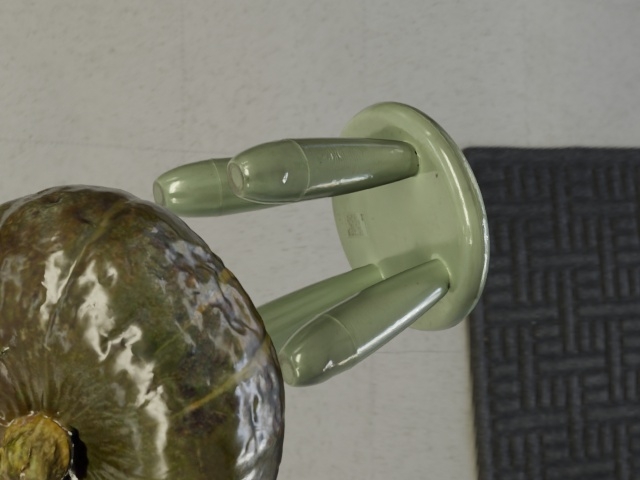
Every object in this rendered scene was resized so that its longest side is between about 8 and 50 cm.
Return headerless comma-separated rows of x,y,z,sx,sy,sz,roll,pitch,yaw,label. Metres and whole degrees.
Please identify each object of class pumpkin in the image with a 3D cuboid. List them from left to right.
-0.124,0.091,0.598,0.219,0.219,0.162,53,26,-11,pumpkin

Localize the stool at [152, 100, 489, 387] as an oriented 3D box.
0.000,0.000,0.936,0.198,0.195,0.195,-15,95,-29,stool
